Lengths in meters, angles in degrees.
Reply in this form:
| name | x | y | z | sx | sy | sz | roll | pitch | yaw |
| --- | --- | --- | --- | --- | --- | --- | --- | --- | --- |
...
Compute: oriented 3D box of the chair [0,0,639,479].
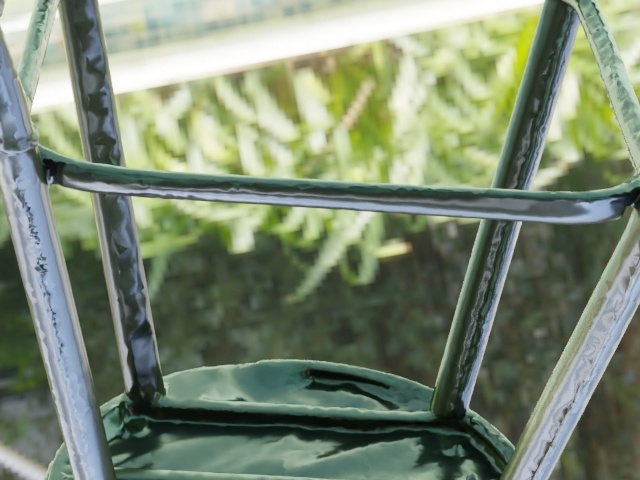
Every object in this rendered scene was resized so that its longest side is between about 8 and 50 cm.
| name | x | y | z | sx | sy | sz | roll | pitch | yaw |
| --- | --- | --- | --- | --- | --- | --- | --- | --- | --- |
| chair | 0.000 | 0.000 | 1.062 | 0.365 | 0.410 | 0.362 | 2 | -152 | -4 |
